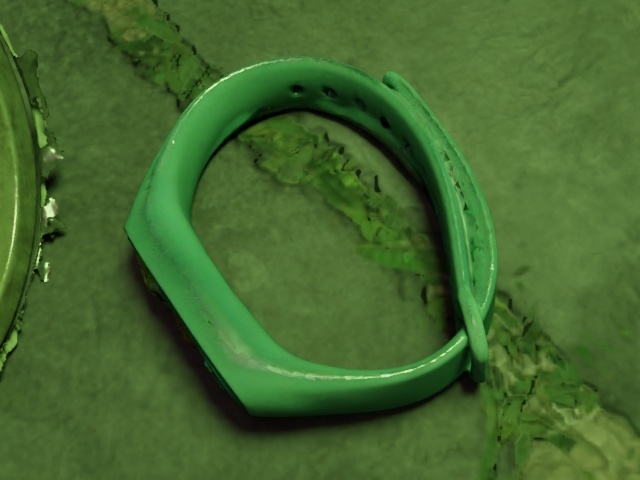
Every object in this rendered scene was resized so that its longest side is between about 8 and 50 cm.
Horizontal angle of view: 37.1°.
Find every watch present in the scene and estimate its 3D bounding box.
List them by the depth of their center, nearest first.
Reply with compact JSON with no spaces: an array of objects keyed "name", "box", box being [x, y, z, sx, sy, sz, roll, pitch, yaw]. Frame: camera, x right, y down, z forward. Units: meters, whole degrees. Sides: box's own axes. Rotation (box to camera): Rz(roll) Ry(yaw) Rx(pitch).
[{"name":"watch","box":[0.000,0.000,0.549,0.195,0.068,0.237,-32,62,-10]}]

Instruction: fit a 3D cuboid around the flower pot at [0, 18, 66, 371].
[{"name":"flower pot","box":[-0.325,-0.027,0.516,0.259,0.290,0.290,-5,64,19]}]
